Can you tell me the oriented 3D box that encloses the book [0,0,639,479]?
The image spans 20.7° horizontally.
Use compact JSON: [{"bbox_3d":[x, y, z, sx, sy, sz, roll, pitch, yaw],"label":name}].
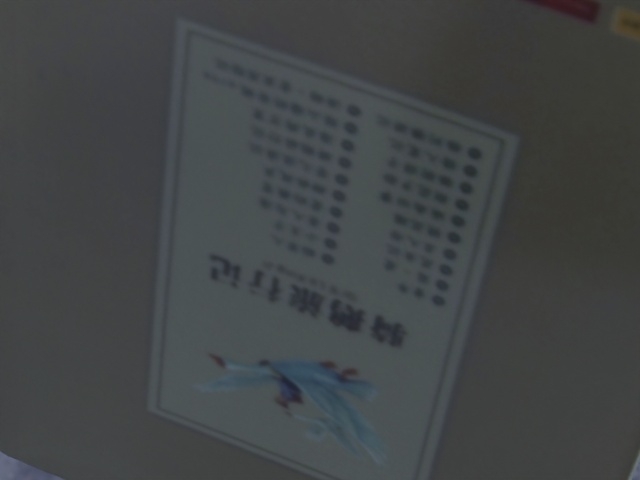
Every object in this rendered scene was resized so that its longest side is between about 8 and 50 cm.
[{"bbox_3d":[0.000,0.000,0.505,0.217,0.310,0.021,21,46,11],"label":"book"}]
